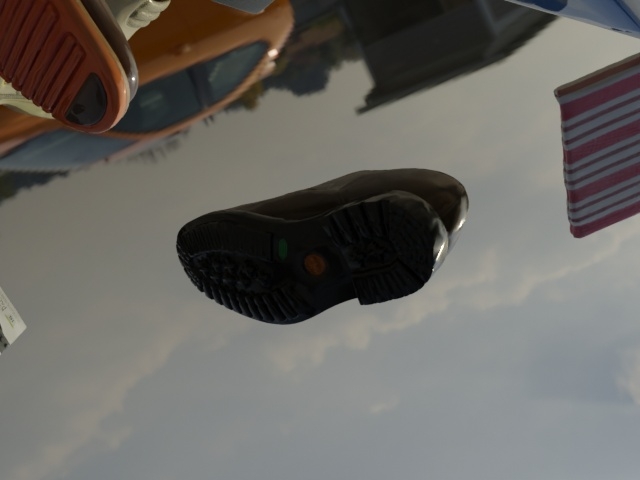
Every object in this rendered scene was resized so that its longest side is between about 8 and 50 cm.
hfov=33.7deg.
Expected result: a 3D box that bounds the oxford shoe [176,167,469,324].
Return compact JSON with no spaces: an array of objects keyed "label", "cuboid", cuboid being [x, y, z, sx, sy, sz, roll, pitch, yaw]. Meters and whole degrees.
[{"label":"oxford shoe","cuboid":[0.000,0.000,0.696,0.227,0.082,0.096,-5,-156,38]}]

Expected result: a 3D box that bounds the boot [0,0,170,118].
[{"label":"boot","cuboid":[-0.283,-0.218,1.060,0.203,0.095,0.262,-38,163,20]}]

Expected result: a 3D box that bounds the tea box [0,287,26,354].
[{"label":"tea box","cuboid":[-0.555,0.129,1.154,0.329,0.220,0.323,-28,-168,5]}]

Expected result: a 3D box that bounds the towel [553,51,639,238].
[{"label":"towel","cuboid":[0.277,-0.092,0.929,0.144,0.197,0.029,-23,-132,-2]}]

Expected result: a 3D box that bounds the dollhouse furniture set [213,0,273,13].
[{"label":"dollhouse furniture set","cuboid":[-0.055,-0.229,0.584,0.144,0.123,0.151,-35,162,28]}]

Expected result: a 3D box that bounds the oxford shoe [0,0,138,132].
[{"label":"oxford shoe","cuboid":[-0.215,-0.243,0.733,0.133,0.363,0.130,-31,177,-41]}]

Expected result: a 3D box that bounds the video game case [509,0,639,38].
[{"label":"video game case","cuboid":[-0.021,-0.128,0.311,0.212,0.023,0.193,28,-176,38]}]
